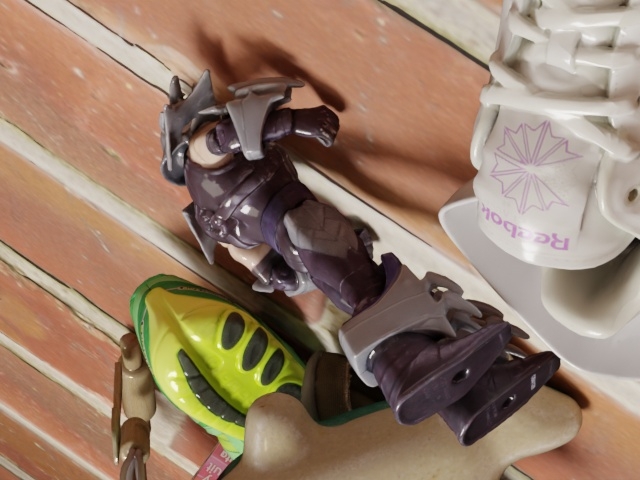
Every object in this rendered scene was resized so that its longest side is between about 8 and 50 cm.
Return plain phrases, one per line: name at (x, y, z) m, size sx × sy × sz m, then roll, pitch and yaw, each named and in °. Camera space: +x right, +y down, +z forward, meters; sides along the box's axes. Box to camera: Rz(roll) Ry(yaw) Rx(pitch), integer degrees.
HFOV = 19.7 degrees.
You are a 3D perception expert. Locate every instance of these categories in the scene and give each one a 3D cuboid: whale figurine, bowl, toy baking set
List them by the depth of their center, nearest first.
bowl at (0.143, 0.008, 0.922) m, size 0.142 × 0.053 × 0.142 m, roll 45°, pitch 156°, yaw -22°
whale figurine at (0.040, 0.162, 1.188) m, size 0.216 × 0.272 × 0.141 m, roll 40°, pitch -166°, yaw -10°
toy baking set at (-0.153, 0.182, 1.554) m, size 0.030 × 0.197 × 0.256 m, roll -4°, pitch 141°, yaw -4°

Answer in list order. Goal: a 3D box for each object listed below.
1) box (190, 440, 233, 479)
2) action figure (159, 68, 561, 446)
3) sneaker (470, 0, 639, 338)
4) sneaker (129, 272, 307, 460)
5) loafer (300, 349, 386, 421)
box at (0.009, 0.304, 1.577) m, size 0.300 × 0.142 × 0.154 m, roll 34°, pitch 157°, yaw 7°
action figure at (0.000, 0.000, 1.058) m, size 0.285 × 0.099 × 0.185 m, roll 42°, pitch 171°, yaw 30°
sneaker at (0.118, -0.074, 0.671) m, size 0.114 × 0.152 × 0.305 m, roll 26°, pitch 154°, yaw 29°
sneaker at (-0.044, 0.118, 1.378) m, size 0.123 × 0.109 × 0.295 m, roll 47°, pitch 173°, yaw 46°
loafer at (0.075, 0.165, 1.310) m, size 0.087 × 0.094 × 0.251 m, roll -24°, pitch 122°, yaw 26°
